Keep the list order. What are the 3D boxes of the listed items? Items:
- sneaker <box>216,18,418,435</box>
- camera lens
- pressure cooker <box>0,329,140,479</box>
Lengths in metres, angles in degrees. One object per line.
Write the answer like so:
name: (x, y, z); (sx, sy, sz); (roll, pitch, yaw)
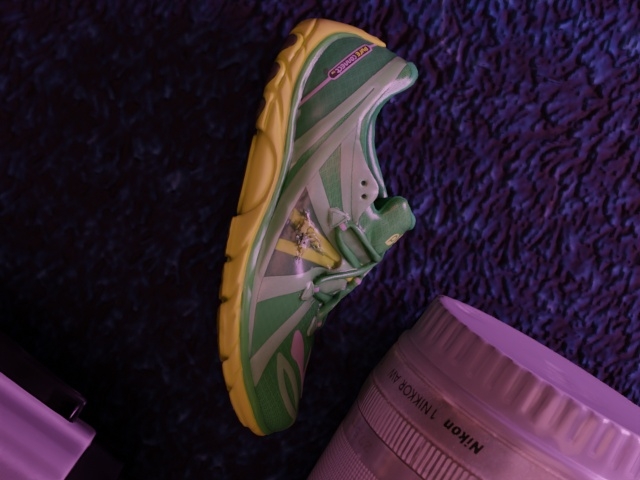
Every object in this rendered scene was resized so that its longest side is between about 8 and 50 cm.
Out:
sneaker: (0.000, 0.000, 0.692); (0.123, 0.109, 0.296); (12, 98, 0)
camera lens: (0.092, 0.204, 0.670); (0.219, 0.219, 0.274); (30, 97, -6)
pressure cooker: (-0.296, 0.224, 0.587); (0.420, 0.370, 0.375); (36, 99, -3)
